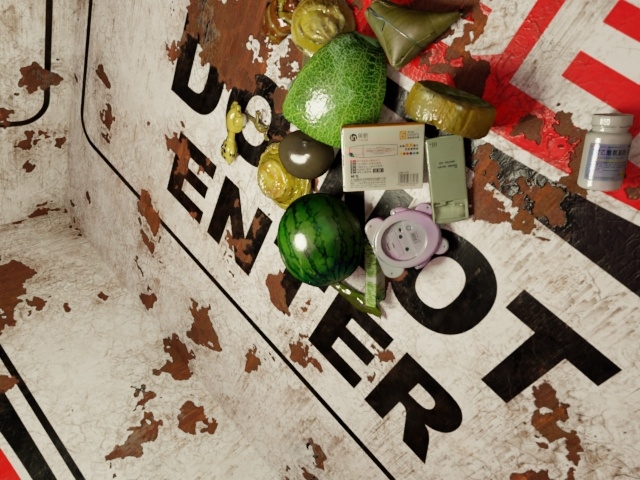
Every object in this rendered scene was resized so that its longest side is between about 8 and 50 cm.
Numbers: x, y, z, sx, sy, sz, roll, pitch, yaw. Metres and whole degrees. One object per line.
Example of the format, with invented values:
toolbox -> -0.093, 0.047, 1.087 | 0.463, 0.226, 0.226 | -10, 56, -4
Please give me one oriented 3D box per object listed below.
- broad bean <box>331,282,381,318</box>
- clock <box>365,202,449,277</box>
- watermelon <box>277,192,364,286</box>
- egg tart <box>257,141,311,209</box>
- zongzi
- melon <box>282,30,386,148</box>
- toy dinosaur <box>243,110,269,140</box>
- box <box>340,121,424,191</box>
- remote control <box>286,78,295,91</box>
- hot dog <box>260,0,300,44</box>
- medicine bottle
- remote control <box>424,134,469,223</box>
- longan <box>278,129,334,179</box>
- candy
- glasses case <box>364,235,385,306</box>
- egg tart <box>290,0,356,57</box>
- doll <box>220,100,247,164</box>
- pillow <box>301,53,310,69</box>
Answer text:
broad bean -> 0.123, 0.219, 1.850 | 0.325, 0.067, 0.075 | 37, 114, 20
clock -> 0.299, -0.006, 1.557 | 0.248, 0.090, 0.227 | -24, 92, 15
watermelon -> 0.000, 0.000, 1.686 | 0.363, 0.363, 0.363 | 16, 116, 35
egg tart -> -0.170, -0.259, 1.875 | 0.294, 0.123, 0.294 | 16, 118, 34
zongzi -> 0.273, -0.682, 1.354 | 0.256, 0.115, 0.228 | -32, 80, 36
melon -> 0.072, -0.519, 1.521 | 0.331, 0.226, 0.343 | 31, 133, 9
toy dinosaur -> -0.275, -0.494, 1.931 | 0.162, 0.039, 0.126 | 15, 120, 46
box -> 0.202, -0.277, 1.483 | 0.274, 0.091, 0.220 | -1, 109, 0
remote control -> -0.073, -0.543, 1.748 | 0.050, 0.027, 0.184 | -41, 80, 42
hot dog -> -0.150, -0.818, 1.656 | 0.213, 0.103, 0.146 | -25, 92, 44
medicine bottle -> 0.730, -0.226, 1.147 | 0.103, 0.103, 0.186 | 15, 116, 35
remote control -> 0.409, -0.193, 1.443 | 0.123, 0.038, 0.285 | -9, 106, 9
longan -> -0.050, -0.324, 1.700 | 0.220, 0.196, 0.196 | 9, 113, 24
candy -> 0.372, -0.374, 1.289 | 0.260, 0.260, 0.118 | 34, 125, 25
glasses case -> 0.205, 0.112, 1.721 | 0.062, 0.095, 0.272 | 9, 112, 29
egg tart -> 0.000, -0.732, 1.534 | 0.232, 0.098, 0.252 | -23, 93, 20
doll -> -0.391, -0.477, 2.001 | 0.117, 0.086, 0.291 | 52, 135, 36
pillow -> 0.015, -0.649, 1.630 | 0.211, 0.034, 0.135 | 24, 119, 30
